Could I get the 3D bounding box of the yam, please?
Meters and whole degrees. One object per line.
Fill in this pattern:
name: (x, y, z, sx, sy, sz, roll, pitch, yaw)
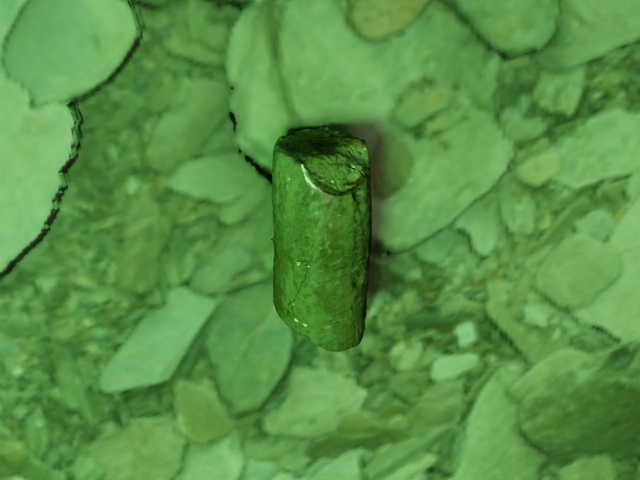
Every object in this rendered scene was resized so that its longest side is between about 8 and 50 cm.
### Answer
yam: (0.000, 0.000, 0.736, 0.043, 0.043, 0.094, -8, 126, -15)
